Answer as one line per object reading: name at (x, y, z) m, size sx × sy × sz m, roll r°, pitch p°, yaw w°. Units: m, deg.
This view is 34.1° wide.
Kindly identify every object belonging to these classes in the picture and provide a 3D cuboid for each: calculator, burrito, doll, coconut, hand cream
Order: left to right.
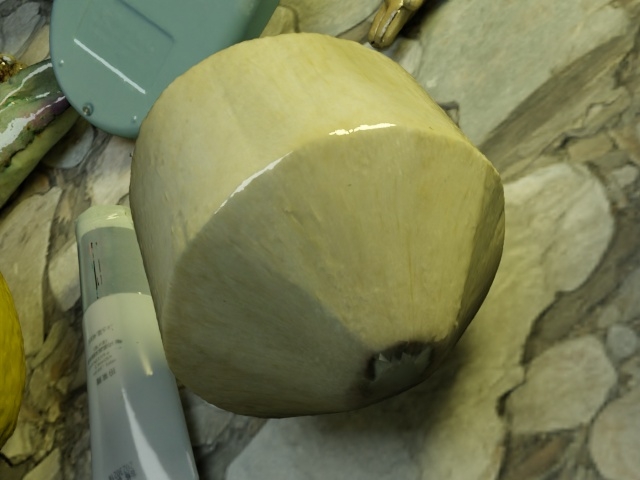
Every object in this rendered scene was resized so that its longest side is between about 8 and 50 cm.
burrito at (-0.320, -0.045, 0.916) m, size 0.309 × 0.066 × 0.096 m, roll -47°, pitch 55°, yaw -1°
hand cream at (-0.136, 0.080, 0.719) m, size 0.079 × 0.048 × 0.255 m, roll -33°, pitch 49°, yaw 19°
calculator at (-0.115, -0.223, 0.830) m, size 0.188 × 0.042 × 0.303 m, roll 37°, pitch 109°, yaw 18°
coconut at (0.000, 0.000, 0.575) m, size 0.202 × 0.202 × 0.222 m, roll -36°, pitch 43°, yaw 9°
doll at (0.061, -0.186, 0.758) m, size 0.093 × 0.051 × 0.061 m, roll -42°, pitch 18°, yaw 0°

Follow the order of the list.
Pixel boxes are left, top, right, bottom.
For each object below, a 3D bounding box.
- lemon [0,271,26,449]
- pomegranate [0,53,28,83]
lemon at (-0.338, 0.074, 0.715) m, size 0.322 × 0.268 × 0.268 m, roll 41°, pitch 87°, yaw 22°
pomegranate at (-0.339, -0.154, 0.978) m, size 0.142 × 0.114 × 0.114 m, roll 7°, pitch 64°, yaw 30°
